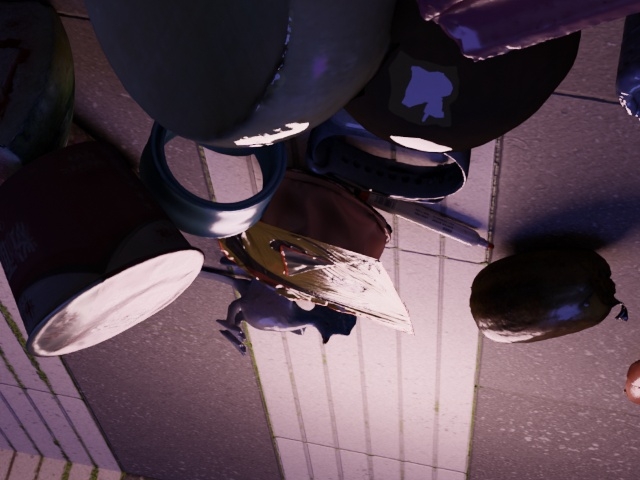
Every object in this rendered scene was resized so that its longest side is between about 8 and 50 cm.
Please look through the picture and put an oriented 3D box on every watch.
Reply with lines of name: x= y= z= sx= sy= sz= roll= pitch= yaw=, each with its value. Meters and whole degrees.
watch: x=-0.139 y=-0.109 z=1.969 sx=0.211 sy=0.193 sz=0.211 roll=9 pitch=154 yaw=4
watch: x=0.083 y=-0.114 z=2.000 sx=0.206 sy=0.068 sz=0.193 roll=7 pitch=154 yaw=9

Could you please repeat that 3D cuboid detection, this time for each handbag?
handbag: x=0.001 y=-0.001 z=2.185 sx=0.205 sy=0.116 sz=0.179 roll=29 pitch=161 yaw=-20

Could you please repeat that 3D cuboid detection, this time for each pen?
pen: x=0.143 y=-0.029 z=2.199 sx=0.218 sy=0.026 sz=0.026 roll=21 pitch=155 yaw=-18

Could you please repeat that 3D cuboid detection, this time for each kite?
kite: x=-0.006 y=0.039 z=2.098 sx=0.377 sy=0.013 sz=0.327 roll=32 pitch=160 yaw=-22

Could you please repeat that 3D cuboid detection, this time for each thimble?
thimble: x=0.380 y=-0.179 z=1.643 sx=0.151 sy=0.118 sz=0.127 roll=6 pitch=152 yaw=16

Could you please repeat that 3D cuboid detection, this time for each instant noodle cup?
instant noodle cup: x=-0.278 y=0.006 z=1.901 sx=0.235 sy=0.178 sz=0.235 roll=-29 pitch=165 yaw=-9

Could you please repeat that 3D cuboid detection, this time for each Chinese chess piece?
Chinese chess piece: x=-0.080 y=-0.259 z=1.468 sx=0.146 sy=0.349 sz=0.349 roll=-20 pitch=178 yaw=-37

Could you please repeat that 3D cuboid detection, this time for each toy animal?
toy animal: x=-0.080 y=0.100 z=2.539 sx=0.255 sy=0.176 sz=0.239 roll=43 pitch=160 yaw=20

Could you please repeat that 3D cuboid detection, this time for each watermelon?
watermelon: x=-0.399 y=-0.161 z=1.968 sx=0.201 sy=0.213 sz=0.261 roll=14 pitch=156 yaw=0

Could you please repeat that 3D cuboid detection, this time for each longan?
longan: x=0.121 y=-0.209 z=1.578 sx=0.258 sy=0.258 sz=0.258 roll=11 pitch=156 yaw=5

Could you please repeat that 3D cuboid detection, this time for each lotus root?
lotus root: x=0.300 y=0.076 z=2.222 sx=0.123 sy=0.124 sz=0.241 roll=10 pitch=162 yaw=-43

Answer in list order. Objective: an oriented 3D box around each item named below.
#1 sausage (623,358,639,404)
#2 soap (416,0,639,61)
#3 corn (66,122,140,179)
sausage: x=0.532 y=0.156 z=2.328 sx=0.088 sy=0.088 sz=0.433 roll=16 pitch=156 yaw=-5
soap: x=0.236 y=-0.304 z=1.310 sx=0.128 sy=0.233 sz=0.359 roll=30 pitch=151 yaw=-36
corn: x=-0.349 y=-0.101 z=2.191 sx=0.127 sy=0.126 sz=0.335 roll=-10 pitch=149 yaw=41
